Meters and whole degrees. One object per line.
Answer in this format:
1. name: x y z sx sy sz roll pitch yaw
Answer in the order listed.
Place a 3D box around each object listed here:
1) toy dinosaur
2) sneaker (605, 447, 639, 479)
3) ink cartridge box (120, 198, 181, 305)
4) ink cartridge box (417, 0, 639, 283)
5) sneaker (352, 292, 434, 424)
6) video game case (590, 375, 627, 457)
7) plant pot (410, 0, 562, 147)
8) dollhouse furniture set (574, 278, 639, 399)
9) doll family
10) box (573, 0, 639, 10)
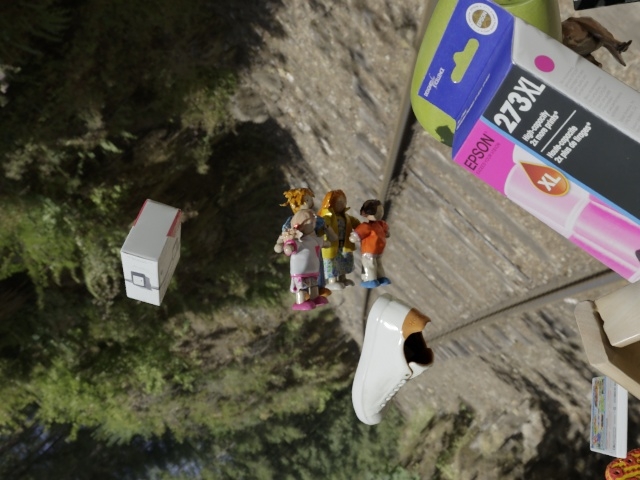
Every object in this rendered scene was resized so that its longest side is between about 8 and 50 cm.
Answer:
1. toy dinosaur: 0.538 -0.443 1.348 0.127 0.295 0.200 100 160 -49
2. sneaker: 0.442 0.298 0.776 0.064 0.175 0.067 -98 8 -45
3. ink cartridge box: -0.278 0.023 1.025 0.063 0.109 0.150 16 146 -2
4. ink cartridge box: 0.263 -0.093 0.647 0.371 0.069 0.176 38 156 10
5. sneaker: 0.137 0.244 1.133 0.123 0.106 0.290 23 125 28
6. video game case: 0.326 0.197 0.700 0.011 0.087 0.122 5 166 12
7. plant pot: 0.288 -0.339 1.042 0.275 0.275 0.293 44 171 22
8. dollhouse furniture set: 0.375 0.182 0.413 0.362 0.256 0.394 32 -140 -29
9. doll family: 0.000 0.000 0.929 0.118 0.163 0.263 0 -173 38
10. box: 0.468 -0.351 0.824 0.191 0.184 0.045 -108 3 -73
